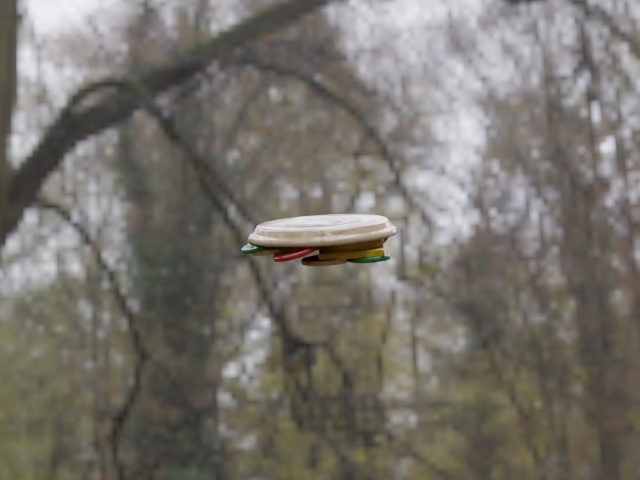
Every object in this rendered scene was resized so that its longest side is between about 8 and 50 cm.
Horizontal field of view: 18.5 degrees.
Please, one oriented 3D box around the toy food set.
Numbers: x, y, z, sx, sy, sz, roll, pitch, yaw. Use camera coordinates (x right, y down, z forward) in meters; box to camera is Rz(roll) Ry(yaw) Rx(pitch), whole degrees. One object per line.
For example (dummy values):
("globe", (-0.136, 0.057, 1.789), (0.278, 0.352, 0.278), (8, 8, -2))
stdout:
("toy food set", (0.000, 0.000, 1.049), (0.083, 0.020, 0.082), (-3, 7, 2))
